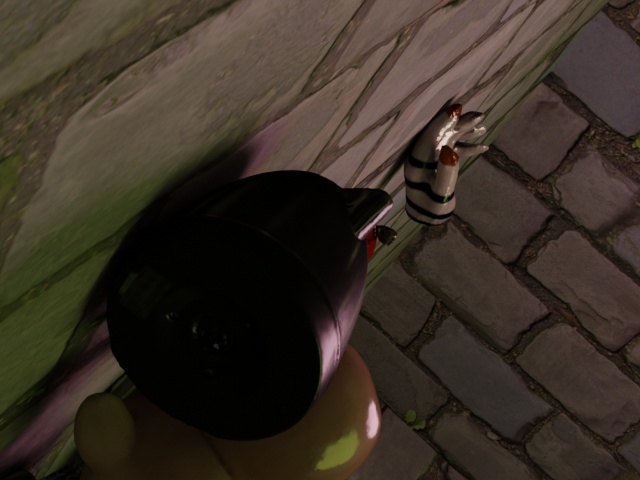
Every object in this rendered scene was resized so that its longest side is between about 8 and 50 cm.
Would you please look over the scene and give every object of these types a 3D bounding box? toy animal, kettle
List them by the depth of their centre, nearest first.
[{"bbox_3d":[-0.054,0.042,1.182,0.250,0.207,0.271,-60,175,36],"label":"kettle"},{"bbox_3d":[-0.093,0.217,1.281,0.326,0.237,0.269,-34,175,28],"label":"toy animal"}]

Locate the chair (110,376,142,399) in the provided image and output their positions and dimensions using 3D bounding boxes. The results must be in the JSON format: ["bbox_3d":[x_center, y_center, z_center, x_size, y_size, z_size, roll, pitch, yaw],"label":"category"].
[{"bbox_3d":[-0.170,0.198,1.613,0.270,0.136,0.147,-46,175,-24],"label":"chair"}]

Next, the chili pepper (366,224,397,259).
[{"bbox_3d":[0.000,0.000,1.696,0.110,0.110,0.387,-49,167,19],"label":"chili pepper"}]

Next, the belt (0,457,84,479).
[{"bbox_3d":[-0.305,0.329,1.407,0.207,0.160,0.295,-30,177,16],"label":"belt"}]

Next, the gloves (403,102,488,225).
[{"bbox_3d":[0.204,-0.141,2.173,0.140,0.131,0.218,-37,138,-48],"label":"gloves"}]
